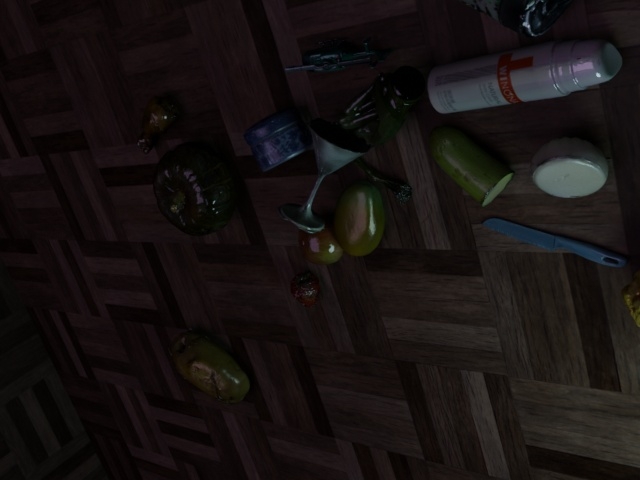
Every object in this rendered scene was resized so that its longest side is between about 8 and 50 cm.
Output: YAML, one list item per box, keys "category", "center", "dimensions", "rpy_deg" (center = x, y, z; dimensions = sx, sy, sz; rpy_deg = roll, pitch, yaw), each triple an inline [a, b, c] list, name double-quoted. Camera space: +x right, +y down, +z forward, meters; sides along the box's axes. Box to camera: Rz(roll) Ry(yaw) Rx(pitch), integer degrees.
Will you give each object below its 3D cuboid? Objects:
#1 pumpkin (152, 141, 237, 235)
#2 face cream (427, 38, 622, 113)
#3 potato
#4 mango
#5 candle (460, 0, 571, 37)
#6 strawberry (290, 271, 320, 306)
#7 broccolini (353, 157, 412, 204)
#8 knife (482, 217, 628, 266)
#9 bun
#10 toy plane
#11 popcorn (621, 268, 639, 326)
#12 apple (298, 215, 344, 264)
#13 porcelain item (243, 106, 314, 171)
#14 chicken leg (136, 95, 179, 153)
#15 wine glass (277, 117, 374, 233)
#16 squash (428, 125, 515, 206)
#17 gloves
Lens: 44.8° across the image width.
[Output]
- category: "pumpkin"
  center: [-0.351, -0.130, 2.112]
  dimensions: [0.260, 0.189, 0.260]
  rpy_deg: [23, 131, 28]
- category: "face cream"
  center: [0.361, -0.300, 1.413]
  dimensions: [0.346, 0.102, 0.102]
  rpy_deg: [-2, 115, 45]
- category: "potato"
  center: [-0.364, 0.412, 2.527]
  dimensions: [0.300, 0.140, 0.173]
  rpy_deg: [39, 141, 11]
- category: "mango"
  center: [0.093, -0.054, 1.831]
  dimensions: [0.130, 0.092, 0.194]
  rpy_deg: [33, 130, 24]
- category: "candle"
  center: [0.276, -0.486, 1.303]
  dimensions: [0.330, 0.187, 0.187]
  rpy_deg: [36, 136, 21]
- category: "strawberry"
  center: [-0.038, 0.135, 2.088]
  dimensions: [0.083, 0.083, 0.096]
  rpy_deg: [23, 130, 30]
- category: "broccolini"
  center: [0.119, -0.151, 1.786]
  dimensions: [0.218, 0.044, 0.042]
  rpy_deg: [34, 175, 25]
- category: "knife"
  center: [0.471, 0.002, 1.584]
  dimensions: [0.313, 0.019, 0.044]
  rpy_deg: [21, 132, 34]
- category: "bun"
  center: [0.461, -0.148, 1.436]
  dimensions: [0.138, 0.094, 0.138]
  rpy_deg: [12, 152, 7]
- category: "toy plane"
  center: [0.044, -0.390, 1.651]
  dimensions: [0.235, 0.096, 0.060]
  rpy_deg: [-3, 119, 24]
- category: "popcorn"
  center: [0.642, 0.135, 1.410]
  dimensions: [0.194, 0.163, 0.140]
  rpy_deg: [29, 166, -11]
- category: "apple"
  center: [0.001, 0.001, 1.931]
  dimensions: [0.126, 0.102, 0.126]
  rpy_deg: [169, 90, -71]
- category: "porcelain item"
  center: [-0.099, -0.243, 1.837]
  dimensions: [0.147, 0.147, 0.114]
  rpy_deg: [-21, 101, 48]
- category: "chicken leg"
  center: [-0.467, -0.318, 2.164]
  dimensions: [0.087, 0.107, 0.251]
  rpy_deg: [38, 147, -8]
- category: "wine glass"
  center: [0.000, -0.142, 1.765]
  dimensions: [0.156, 0.156, 0.232]
  rpy_deg: [35, 117, 20]
- category: "squash"
  center: [0.293, -0.161, 1.584]
  dimensions: [0.188, 0.095, 0.095]
  rpy_deg: [43, 138, 17]
- category: "gloves"
  center: [0.134, -0.281, 1.627]
  dimensions: [0.268, 0.107, 0.135]
  rpy_deg: [-25, 78, 59]
